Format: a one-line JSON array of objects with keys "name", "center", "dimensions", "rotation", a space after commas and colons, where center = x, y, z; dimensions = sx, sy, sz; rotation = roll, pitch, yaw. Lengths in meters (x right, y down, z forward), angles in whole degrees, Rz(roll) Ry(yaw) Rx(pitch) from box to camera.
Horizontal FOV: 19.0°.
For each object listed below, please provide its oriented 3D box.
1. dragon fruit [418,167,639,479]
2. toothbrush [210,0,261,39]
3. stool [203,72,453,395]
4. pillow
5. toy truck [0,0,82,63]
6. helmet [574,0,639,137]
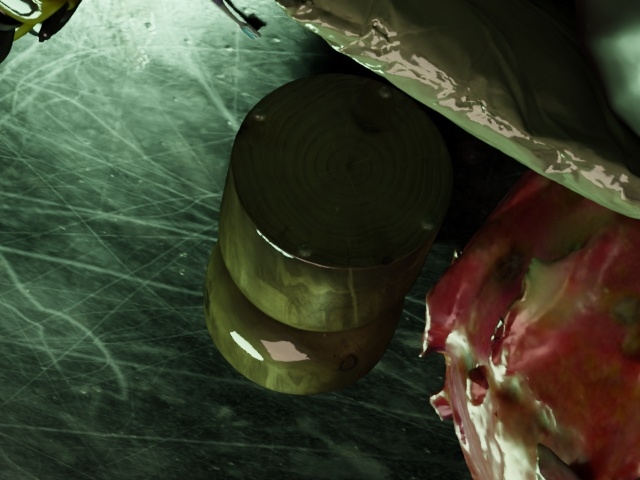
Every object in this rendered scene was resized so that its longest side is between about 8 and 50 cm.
[{"name": "dragon fruit", "center": [0.225, 0.037, 1.385], "dimensions": [0.371, 0.386, 0.249], "rotation": [-31, 88, 36]}, {"name": "toothbrush", "center": [-0.092, -0.198, 1.493], "dimensions": [0.131, 0.011, 0.013], "rotation": [41, 159, -34]}, {"name": "stool", "center": [0.000, 0.000, 1.607], "dimensions": [0.179, 0.179, 0.264], "rotation": [20, 152, 1]}, {"name": "pillow", "center": [0.096, -0.141, 1.245], "dimensions": [0.274, 0.280, 0.076], "rotation": [30, 111, -13]}, {"name": "toy truck", "center": [-0.238, -0.196, 1.428], "dimensions": [0.147, 0.165, 0.224], "rotation": [36, 148, -26]}, {"name": "helmet", "center": [0.241, -0.126, 1.114], "dimensions": [0.225, 0.177, 0.305], "rotation": [53, 168, 6]}]
